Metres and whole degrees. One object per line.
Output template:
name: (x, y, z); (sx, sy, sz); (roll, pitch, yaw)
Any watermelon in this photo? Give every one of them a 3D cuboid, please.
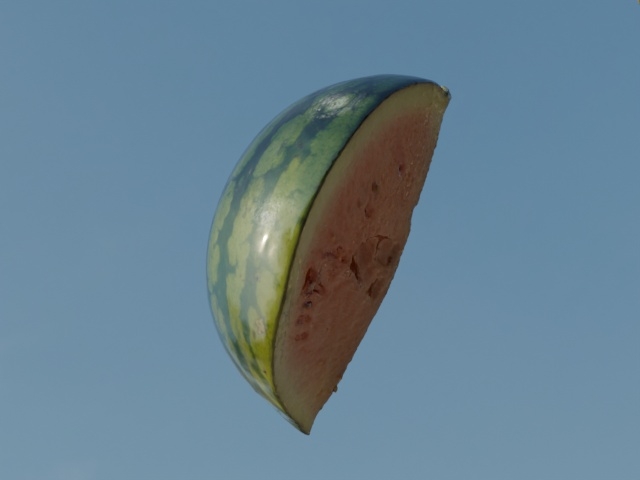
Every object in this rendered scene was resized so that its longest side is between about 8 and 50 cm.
watermelon: (-0.025, -0.010, 1.345); (0.159, 0.128, 0.303); (20, -88, -59)

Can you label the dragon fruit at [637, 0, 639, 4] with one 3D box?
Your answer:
dragon fruit: (0.285, -0.240, 1.152); (0.133, 0.150, 0.207); (31, -72, -27)
